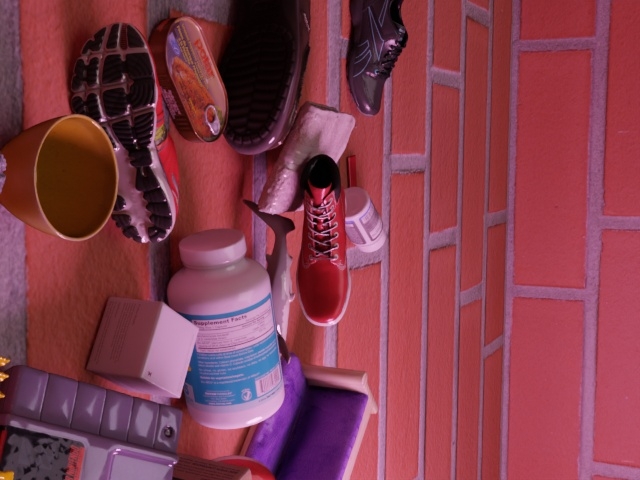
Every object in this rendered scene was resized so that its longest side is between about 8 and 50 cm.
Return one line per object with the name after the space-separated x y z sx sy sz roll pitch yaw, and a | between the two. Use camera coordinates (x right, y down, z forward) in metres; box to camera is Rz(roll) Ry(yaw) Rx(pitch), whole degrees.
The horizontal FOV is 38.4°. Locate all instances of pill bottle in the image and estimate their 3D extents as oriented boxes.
-0.136 0.121 1.301 0.146 0.146 0.264 -39 127 -58 | pill bottle
0.080 -0.038 1.822 0.137 0.078 0.078 58 42 -51 | pill bottle

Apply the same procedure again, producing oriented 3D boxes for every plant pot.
-0.298 -0.068 0.993 0.134 0.095 0.134 -11 103 -64 | plant pot

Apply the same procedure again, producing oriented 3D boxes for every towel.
-0.015 -0.133 1.514 0.187 0.049 0.282 -65 169 11 | towel

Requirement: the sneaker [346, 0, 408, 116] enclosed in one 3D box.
0.115 -0.381 1.831 0.101 0.106 0.267 -19 111 -65 | sneaker

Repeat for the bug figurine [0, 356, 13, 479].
-0.397 0.170 0.837 0.279 0.072 0.216 40 50 -54 | bug figurine

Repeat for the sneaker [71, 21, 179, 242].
-0.235 -0.137 1.153 0.118 0.107 0.279 -75 162 -66 | sneaker

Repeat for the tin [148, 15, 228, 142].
-0.184 -0.224 1.291 0.106 0.040 0.190 -59 142 -39 | tin

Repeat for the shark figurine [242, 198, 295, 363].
-0.098 0.086 1.446 0.166 0.116 0.278 -121 -145 -74 | shark figurine

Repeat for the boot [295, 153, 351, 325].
0.000 0.000 1.412 0.176 0.088 0.244 77 13 -72 | boot

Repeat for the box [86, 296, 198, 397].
-0.226 0.138 1.179 0.102 0.087 0.101 48 51 -56 | box

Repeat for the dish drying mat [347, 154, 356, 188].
0.064 -0.130 1.862 0.032 0.008 0.083 -29 120 -60 | dish drying mat

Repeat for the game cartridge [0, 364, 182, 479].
-0.275 0.332 0.991 0.230 0.068 0.355 28 58 -41 | game cartridge

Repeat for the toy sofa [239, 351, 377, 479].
-0.034 0.375 1.543 0.177 0.150 0.363 67 35 -45 | toy sofa

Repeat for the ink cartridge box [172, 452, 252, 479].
-0.174 0.397 1.193 0.088 0.193 0.235 -40 127 -55 | ink cartridge box

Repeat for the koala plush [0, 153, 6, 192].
-0.398 -0.052 0.685 0.203 0.196 0.221 -65 152 -21 | koala plush

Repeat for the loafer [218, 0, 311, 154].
-0.062 -0.297 1.424 0.130 0.133 0.366 35 62 -61 | loafer

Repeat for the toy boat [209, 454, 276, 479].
-0.124 0.430 1.313 0.151 0.151 0.231 -154 -120 -78 | toy boat
